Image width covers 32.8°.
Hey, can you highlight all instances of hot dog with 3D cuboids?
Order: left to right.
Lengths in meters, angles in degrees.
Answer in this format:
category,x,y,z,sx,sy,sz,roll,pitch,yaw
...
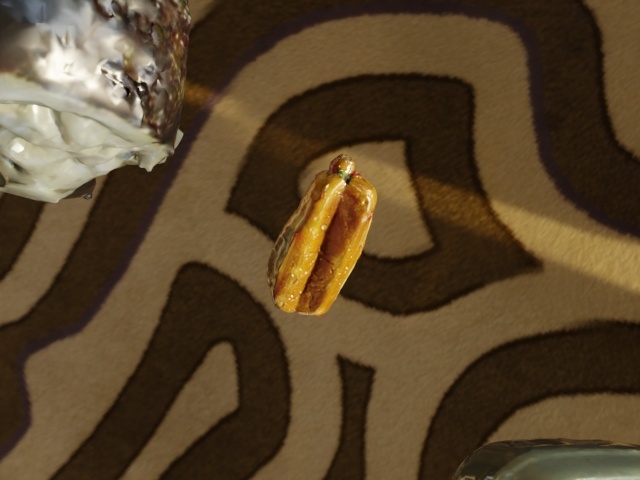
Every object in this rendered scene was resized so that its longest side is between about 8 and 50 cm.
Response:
category,x,y,z,sx,sy,sz,roll,pitch,yaw
hot dog,0.000,-0.001,0.800,0.062,0.038,0.144,14,128,-11

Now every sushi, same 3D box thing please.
category,x,y,z,sx,sy,sz,roll,pitch,yaw
sushi,-0.220,-0.141,0.754,0.348,0.234,0.208,-2,73,38

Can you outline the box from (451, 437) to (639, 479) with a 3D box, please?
category,x,y,z,sx,sy,sz,roll,pitch,yaw
box,0.107,0.189,0.412,0.129,0.148,0.210,28,105,57
